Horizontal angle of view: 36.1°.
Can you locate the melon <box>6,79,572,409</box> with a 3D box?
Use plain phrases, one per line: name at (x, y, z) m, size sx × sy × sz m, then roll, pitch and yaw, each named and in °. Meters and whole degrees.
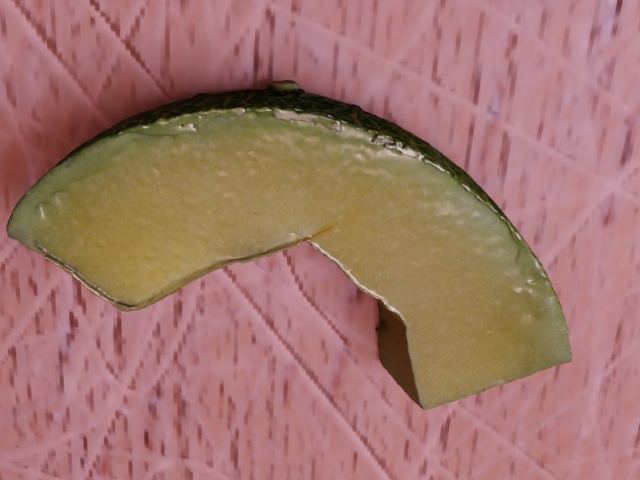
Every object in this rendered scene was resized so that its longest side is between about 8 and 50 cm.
melon at (0.000, 0.000, 0.387) m, size 0.210 × 0.064 × 0.118 m, roll 32°, pitch 111°, yaw -14°
